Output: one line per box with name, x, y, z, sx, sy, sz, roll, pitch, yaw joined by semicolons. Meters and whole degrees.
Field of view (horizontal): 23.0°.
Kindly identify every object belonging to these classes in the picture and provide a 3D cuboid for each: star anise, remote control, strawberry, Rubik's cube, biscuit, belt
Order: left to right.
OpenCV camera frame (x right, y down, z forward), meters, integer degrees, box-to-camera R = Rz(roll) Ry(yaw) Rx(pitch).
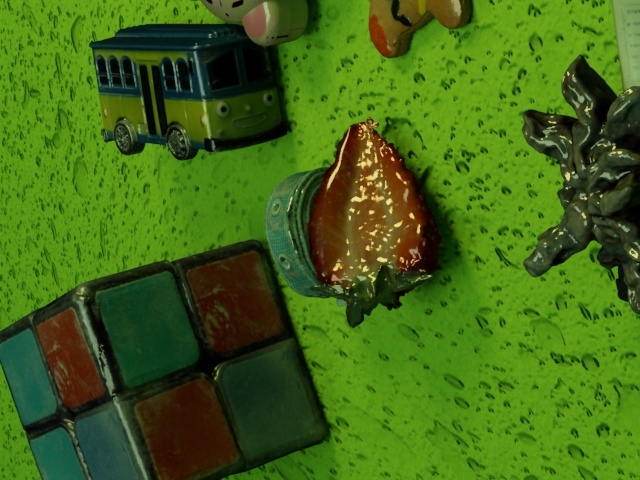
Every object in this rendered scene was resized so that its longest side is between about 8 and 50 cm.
Rubik's cube;-0.232;0.206;2.234;0.316;0.313;0.318;-27;82;52
belt;-0.001;-0.009;2.014;0.082;0.148;0.163;-11;65;56
strawberry;0.057;-0.022;1.945;0.174;0.098;0.228;-26;70;16
biscuit;0.120;-0.319;1.833;0.250;0.036;0.165;-22;86;52
star anise;0.295;-0.051;1.604;0.212;0.129;0.282;1;102;62
remote control;0.342;-0.209;1.591;0.098;0.038;0.233;5;107;51

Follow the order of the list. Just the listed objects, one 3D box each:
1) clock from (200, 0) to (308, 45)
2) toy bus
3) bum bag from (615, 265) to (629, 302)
clock;-0.097;-0.425;2.006;0.284;0.114;0.309;35;129;38
toy bus;-0.185;-0.210;2.172;0.288;0.138;0.175;9;110;50
bum bag;0.333;0.014;1.684;0.058;0.034;0.124;-10;96;39
